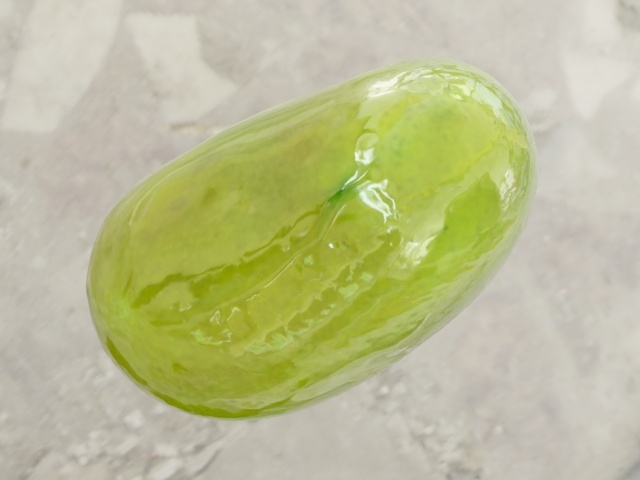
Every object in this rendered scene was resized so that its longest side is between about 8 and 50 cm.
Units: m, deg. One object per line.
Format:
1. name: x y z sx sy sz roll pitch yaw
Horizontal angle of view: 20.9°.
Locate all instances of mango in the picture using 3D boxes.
1. mango: 0.002 0.000 0.885 0.185 0.273 0.149 -18 82 -59
